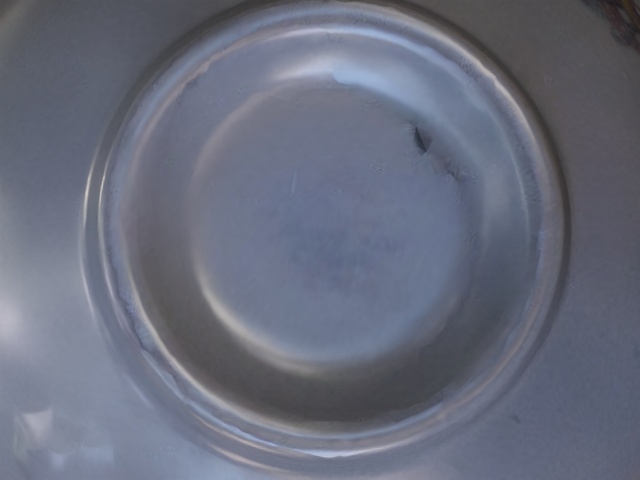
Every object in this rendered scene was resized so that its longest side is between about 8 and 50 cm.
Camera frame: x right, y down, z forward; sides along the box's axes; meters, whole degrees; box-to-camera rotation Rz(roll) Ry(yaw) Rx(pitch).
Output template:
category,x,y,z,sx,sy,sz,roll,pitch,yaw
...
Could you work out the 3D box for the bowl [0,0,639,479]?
category,x,y,z,sx,sy,sz,roll,pitch,yaw
bowl,0.000,0.000,0.556,0.157,0.345,0.346,110,147,-86
